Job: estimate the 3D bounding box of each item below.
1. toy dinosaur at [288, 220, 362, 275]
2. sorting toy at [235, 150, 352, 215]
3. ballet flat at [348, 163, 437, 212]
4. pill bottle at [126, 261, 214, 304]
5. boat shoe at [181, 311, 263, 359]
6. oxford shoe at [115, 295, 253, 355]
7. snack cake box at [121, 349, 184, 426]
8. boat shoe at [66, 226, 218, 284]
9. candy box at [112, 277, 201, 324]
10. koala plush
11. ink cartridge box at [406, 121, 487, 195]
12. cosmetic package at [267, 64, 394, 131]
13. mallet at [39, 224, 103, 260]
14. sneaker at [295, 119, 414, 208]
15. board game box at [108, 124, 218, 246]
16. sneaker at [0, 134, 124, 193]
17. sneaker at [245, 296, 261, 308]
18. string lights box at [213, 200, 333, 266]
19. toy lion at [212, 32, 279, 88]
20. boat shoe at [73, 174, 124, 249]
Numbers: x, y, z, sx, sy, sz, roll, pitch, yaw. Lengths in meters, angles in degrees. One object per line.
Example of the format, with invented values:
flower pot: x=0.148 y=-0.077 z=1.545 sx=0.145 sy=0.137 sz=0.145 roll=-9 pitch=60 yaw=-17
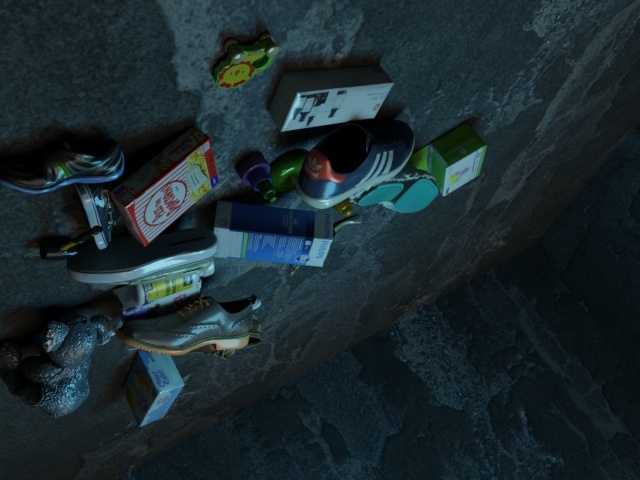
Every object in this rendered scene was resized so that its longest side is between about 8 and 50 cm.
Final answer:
toy dinosaur: x=0.000 y=0.000 z=1.691 sx=0.268 sy=0.064 sz=0.118 roll=-35 pitch=165 yaw=0
sorting toy: x=-0.031 y=-0.112 z=1.313 sx=0.127 sy=0.126 sz=0.366 roll=-44 pitch=157 yaw=26
ballet flat: x=0.181 y=-0.161 z=1.487 sx=0.147 sy=0.147 sz=0.409 roll=-42 pitch=159 yaw=24
pill bottle: x=-0.339 y=0.069 z=1.310 sx=0.184 sy=0.103 sz=0.103 roll=-19 pitch=155 yaw=-30
boat shoe: x=-0.314 y=0.315 z=1.851 sx=0.324 sy=0.116 sz=0.123 roll=-12 pitch=150 yaw=-42
oxford shoe: x=-0.326 y=0.196 z=1.437 sx=0.364 sy=0.130 sz=0.132 roll=4 pitch=107 yaw=-47
snack cake box: x=-0.527 y=0.454 z=1.810 sx=0.089 sy=0.152 sz=0.264 roll=-13 pitch=151 yaw=-39
boat shoe: x=-0.354 y=0.050 z=1.190 sx=0.302 sy=0.109 sz=0.094 roll=-9 pitch=134 yaw=-26
candy box: x=-0.398 y=0.145 z=1.436 sx=0.196 sy=0.070 sz=0.164 roll=-23 pitch=157 yaw=-23
koala plush: x=-0.574 y=0.254 z=1.303 sx=0.221 sy=0.203 sz=0.196 roll=-53 pitch=154 yaw=16
ink cartridge box: x=0.332 y=-0.197 z=1.663 sx=0.255 sy=0.097 sz=0.189 roll=-32 pitch=159 yaw=-4
cosmetic package: x=0.024 y=-0.276 z=1.123 sx=0.239 sy=0.060 sz=0.099 roll=-17 pitch=154 yaw=-34
mallet: x=-0.430 y=0.002 z=1.038 sx=0.190 sy=0.039 sz=0.062 roll=-15 pitch=171 yaw=36
sneaker: x=0.097 y=-0.201 z=1.243 sx=0.350 sy=0.131 sz=0.148 roll=-38 pitch=156 yaw=-35
board game box: x=-0.274 y=-0.096 z=1.046 sx=0.193 sy=0.045 sz=0.146 roll=-46 pitch=164 yaw=-21
sneaker: x=-0.399 y=-0.122 z=0.893 sx=0.188 sy=0.067 sz=0.078 roll=-16 pitch=132 yaw=-32
sneaker: x=-0.239 y=0.210 z=1.844 sx=0.098 sy=0.038 sz=0.069 roll=-40 pitch=158 yaw=-8
string lights box: x=-0.110 y=-0.011 z=1.321 sx=0.260 sy=0.076 sz=0.133 roll=6 pitch=149 yaw=-9
toy lion: x=-0.125 y=-0.286 z=0.945 sx=0.100 sy=0.034 sz=0.096 roll=-21 pitch=163 yaw=-27
boat shoe: x=-0.381 y=-0.051 z=1.047 sx=0.083 sy=0.065 sz=0.183 roll=-24 pitch=156 yaw=-23
